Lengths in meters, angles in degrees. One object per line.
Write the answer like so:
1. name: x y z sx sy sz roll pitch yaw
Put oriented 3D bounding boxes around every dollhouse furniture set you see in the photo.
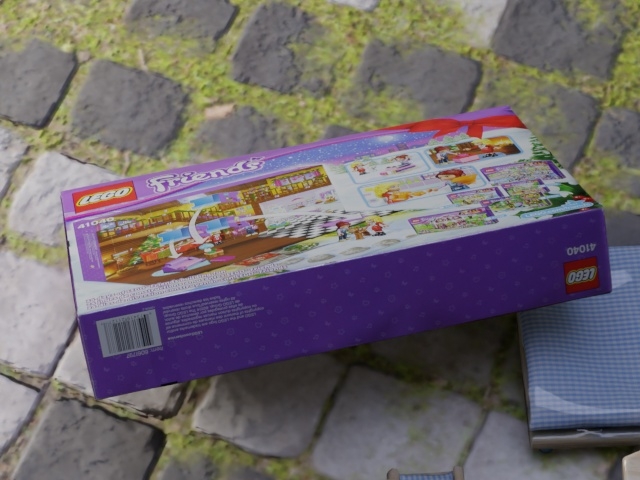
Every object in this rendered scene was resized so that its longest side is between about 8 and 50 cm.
1. dollhouse furniture set: 0.164 0.067 1.060 0.286 0.198 0.303 -1 56 0

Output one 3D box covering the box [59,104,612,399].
1. box: 0.000 0.000 1.130 0.293 0.057 0.201 -11 23 -6
